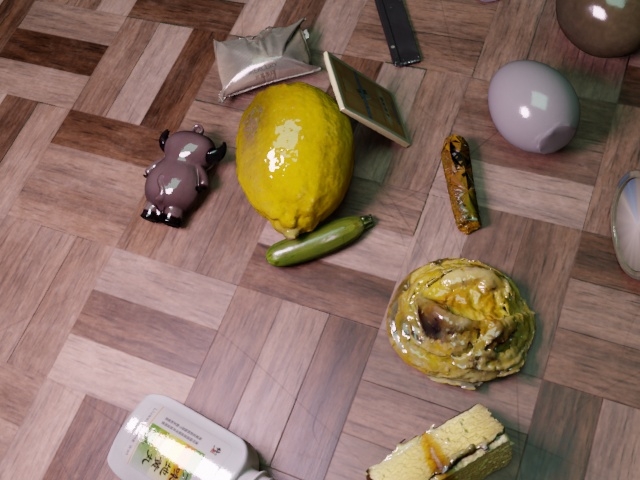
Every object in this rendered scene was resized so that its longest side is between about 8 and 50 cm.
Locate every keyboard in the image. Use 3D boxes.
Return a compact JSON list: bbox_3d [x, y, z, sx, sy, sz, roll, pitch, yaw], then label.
[{"bbox_3d":[0.195,-0.532,1.787,0.072,0.023,0.231,-11,63,-1],"label":"keyboard"}]

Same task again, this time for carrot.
[{"bbox_3d":[0.307,-0.125,1.538,0.069,0.069,0.228,-9,64,8],"label":"carrot"}]

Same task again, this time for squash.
[{"bbox_3d":[0.000,0.000,1.539,0.252,0.066,0.066,-21,62,1],"label":"squash"}]

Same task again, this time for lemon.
[{"bbox_3d":[-0.051,-0.181,1.533,0.286,0.285,0.316,-22,97,1],"label":"lemon"}]

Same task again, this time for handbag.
[{"bbox_3d":[-0.145,-0.461,1.772,0.271,0.117,0.182,-16,75,4],"label":"handbag"}]

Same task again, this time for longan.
[{"bbox_3d":[0.654,-0.531,1.578,0.246,0.215,0.245,-2,82,13],"label":"longan"}]

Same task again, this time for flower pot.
[{"bbox_3d":[0.693,-0.028,1.348,0.203,0.212,0.212,1,64,-3],"label":"flower pot"}]

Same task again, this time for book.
[{"bbox_3d":[0.107,-0.315,1.588,0.018,0.242,0.170,-33,57,31],"label":"book"}]

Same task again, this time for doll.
[{"bbox_3d":[-0.328,-0.156,1.658,0.182,0.117,0.257,14,68,16],"label":"doll"}]

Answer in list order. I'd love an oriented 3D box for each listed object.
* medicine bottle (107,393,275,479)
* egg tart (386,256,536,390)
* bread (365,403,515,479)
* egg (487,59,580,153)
[{"bbox_3d":[-0.233,0.436,1.343,0.324,0.124,0.179,25,71,21],"label":"medicine bottle"},{"bbox_3d":[0.278,0.148,1.378,0.298,0.132,0.296,-2,62,4],"label":"egg tart"},{"bbox_3d":[0.214,0.409,1.265,0.266,0.141,0.178,-28,21,-1],"label":"bread"},{"bbox_3d":[0.455,-0.295,1.525,0.176,0.176,0.231,-29,58,-3],"label":"egg"}]
